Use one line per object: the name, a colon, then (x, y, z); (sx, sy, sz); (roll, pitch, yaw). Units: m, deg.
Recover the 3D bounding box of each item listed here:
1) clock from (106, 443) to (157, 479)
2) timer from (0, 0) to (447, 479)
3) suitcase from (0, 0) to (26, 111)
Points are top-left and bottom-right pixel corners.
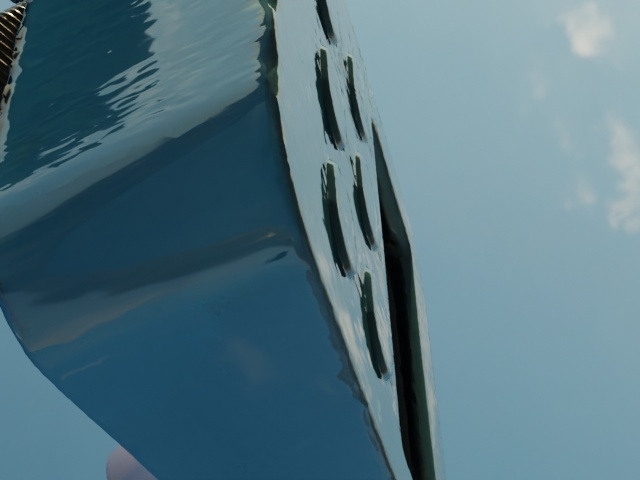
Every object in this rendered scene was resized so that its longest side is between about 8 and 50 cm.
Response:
clock: (-0.021, 0.171, 0.607); (0.198, 0.064, 0.172); (44, -171, -30)
timer: (0.000, 0.000, 0.491); (0.250, 0.091, 0.231); (55, -160, -39)
suitcase: (-0.163, -0.048, 0.994); (0.312, 0.128, 0.202); (43, -140, 4)
